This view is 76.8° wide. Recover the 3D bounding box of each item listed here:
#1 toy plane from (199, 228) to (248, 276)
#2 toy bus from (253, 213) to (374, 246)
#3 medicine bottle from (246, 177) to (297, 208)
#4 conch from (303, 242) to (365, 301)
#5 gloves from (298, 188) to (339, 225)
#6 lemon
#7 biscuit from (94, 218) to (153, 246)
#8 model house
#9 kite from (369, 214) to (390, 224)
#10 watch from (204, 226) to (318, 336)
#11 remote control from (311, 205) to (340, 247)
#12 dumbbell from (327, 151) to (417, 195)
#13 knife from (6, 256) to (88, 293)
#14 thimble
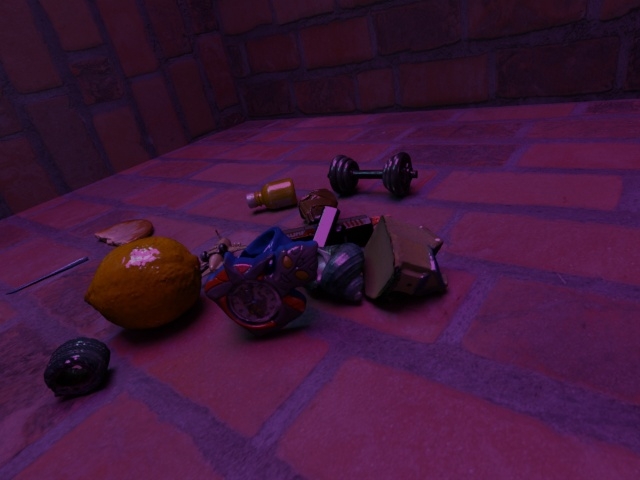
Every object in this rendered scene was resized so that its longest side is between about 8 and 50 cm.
[{"bbox_3d":[-0.353,0.050,1.417,0.242,0.104,0.256,-25,32,10],"label":"toy plane"},{"bbox_3d":[-0.025,0.000,1.362,0.409,0.093,0.092,-11,32,2],"label":"toy bus"},{"bbox_3d":[-0.218,-0.197,1.791,0.213,0.121,0.121,-13,27,0],"label":"medicine bottle"},{"bbox_3d":[0.046,0.091,1.128,0.196,0.134,0.202,-54,31,16],"label":"conch"},{"bbox_3d":[-0.006,-0.122,1.536,0.154,0.141,0.331,-14,27,0],"label":"gloves"},{"bbox_3d":[-0.498,0.124,1.161,0.322,0.268,0.268,-15,27,-4],"label":"lemon"},{"bbox_3d":[-0.884,-0.037,1.863,0.309,0.040,0.205,10,35,36],"label":"biscuit"},{"bbox_3d":[0.231,0.072,1.079,0.189,0.195,0.214,8,40,-12],"label":"model house"},{"bbox_3d":[0.147,-0.062,1.502,0.222,0.008,0.125,-29,31,-29],"label":"kite"},{"bbox_3d":[-0.133,0.067,1.082,0.305,0.241,0.274,-39,18,11],"label":"watch"},{"bbox_3d":[0.000,0.000,1.282,0.063,0.025,0.245,12,70,17],"label":"remote control"},{"bbox_3d":[0.210,-0.278,1.703,0.407,0.179,0.179,5,32,31],"label":"dumbbell"},{"bbox_3d":[-1.116,0.140,1.655,0.313,0.019,0.045,-31,25,-30],"label":"knife"},{"bbox_3d":[-0.597,0.310,0.993,0.135,0.118,0.090,-16,27,-7],"label":"thimble"}]
